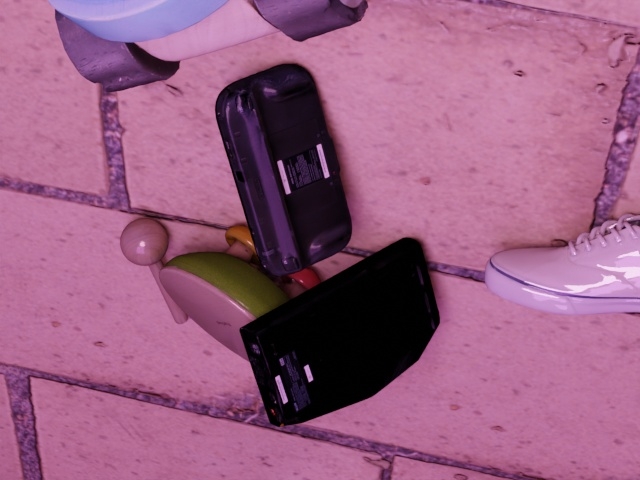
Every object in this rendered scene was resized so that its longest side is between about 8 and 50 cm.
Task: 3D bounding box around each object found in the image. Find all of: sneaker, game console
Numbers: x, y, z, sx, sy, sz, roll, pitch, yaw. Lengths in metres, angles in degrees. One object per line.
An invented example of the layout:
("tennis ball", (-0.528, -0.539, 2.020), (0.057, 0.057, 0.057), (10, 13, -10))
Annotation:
("sneaker", (0.290, 0.017, 1.219), (0.258, 0.094, 0.091), (2, 115, 9))
("game console", (0.000, 0.000, 1.236), (0.044, 0.213, 0.361), (18, 129, 53))

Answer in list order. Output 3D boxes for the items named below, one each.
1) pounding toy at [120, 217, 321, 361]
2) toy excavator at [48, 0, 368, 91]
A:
("pounding toy", (-0.088, 0.042, 1.357), (0.237, 0.110, 0.183), (23, 156, 38))
("toy excavator", (-0.157, -0.376, 0.846), (0.222, 0.433, 0.445), (-10, 157, 26))
